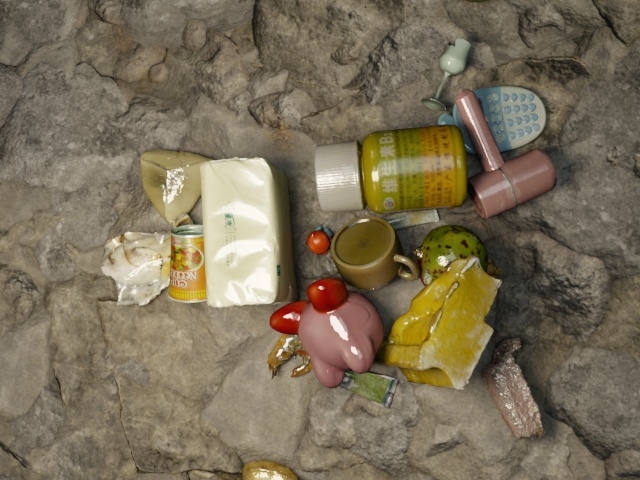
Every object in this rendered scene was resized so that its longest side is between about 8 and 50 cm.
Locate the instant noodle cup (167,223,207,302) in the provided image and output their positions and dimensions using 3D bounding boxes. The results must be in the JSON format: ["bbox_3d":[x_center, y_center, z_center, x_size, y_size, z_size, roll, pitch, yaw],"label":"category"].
[{"bbox_3d":[-0.348,0.057,1.526,0.168,0.168,0.185,2,107,7],"label":"instant noodle cup"}]

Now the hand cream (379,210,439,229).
[{"bbox_3d":[0.234,-0.060,1.555,0.194,0.042,0.067,-17,83,3],"label":"hand cream"}]

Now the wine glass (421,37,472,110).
[{"bbox_3d":[0.359,-0.471,1.556,0.079,0.079,0.195,23,88,9],"label":"wine glass"}]

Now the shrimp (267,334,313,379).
[{"bbox_3d":[-0.071,0.322,1.552,0.132,0.051,0.187,45,88,9],"label":"shrimp"}]

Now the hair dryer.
[{"bbox_3d":[0.467,-0.256,1.470,0.210,0.125,0.352,-24,97,6],"label":"hair dryer"}]

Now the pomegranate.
[{"bbox_3d":[0.365,0.060,1.473,0.198,0.246,0.198,-9,77,44],"label":"pomegranate"}]

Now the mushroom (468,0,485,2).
[{"bbox_3d":[0.441,-0.795,1.505,0.292,0.217,0.212,21,91,8],"label":"mushroom"}]

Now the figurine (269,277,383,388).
[{"bbox_3d":[0.052,0.223,1.461,0.261,0.211,0.270,53,132,7],"label":"figurine"}]

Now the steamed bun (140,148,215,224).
[{"bbox_3d":[-0.451,-0.184,1.620,0.212,0.110,0.231,30,86,9],"label":"steamed bun"}]

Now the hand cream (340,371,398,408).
[{"bbox_3d":[0.093,0.389,1.533,0.235,0.055,0.086,19,90,1],"label":"hand cream"}]

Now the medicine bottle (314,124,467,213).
[{"bbox_3d":[0.187,-0.184,1.480,0.384,0.224,0.224,-5,84,8],"label":"medicine bottle"}]

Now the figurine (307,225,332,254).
[{"bbox_3d":[0.000,0.000,1.529,0.068,0.140,0.075,-40,82,6],"label":"figurine"}]

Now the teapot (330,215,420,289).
[{"bbox_3d":[0.147,0.057,1.490,0.268,0.175,0.185,16,62,33],"label":"teapot"}]

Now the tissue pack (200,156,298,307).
[{"bbox_3d":[-0.187,-0.011,1.476,0.207,0.297,0.380,-5,86,8],"label":"tissue pack"}]

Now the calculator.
[{"bbox_3d":[0.479,-0.337,1.548,0.303,0.042,0.188,-8,85,6],"label":"calculator"}]

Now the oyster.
[{"bbox_3d":[-0.499,0.051,1.598,0.271,0.100,0.275,-1,112,-18],"label":"oyster"}]

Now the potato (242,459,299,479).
[{"bbox_3d":[-0.135,0.667,1.515,0.170,0.080,0.107,9,78,5],"label":"potato"}]

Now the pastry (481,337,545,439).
[{"bbox_3d":[0.500,0.397,1.448,0.112,0.103,0.265,-10,77,-11],"label":"pastry"}]

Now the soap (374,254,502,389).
[{"bbox_3d":[0.289,0.211,1.423,0.169,0.339,0.304,33,73,-8],"label":"soap"}]
